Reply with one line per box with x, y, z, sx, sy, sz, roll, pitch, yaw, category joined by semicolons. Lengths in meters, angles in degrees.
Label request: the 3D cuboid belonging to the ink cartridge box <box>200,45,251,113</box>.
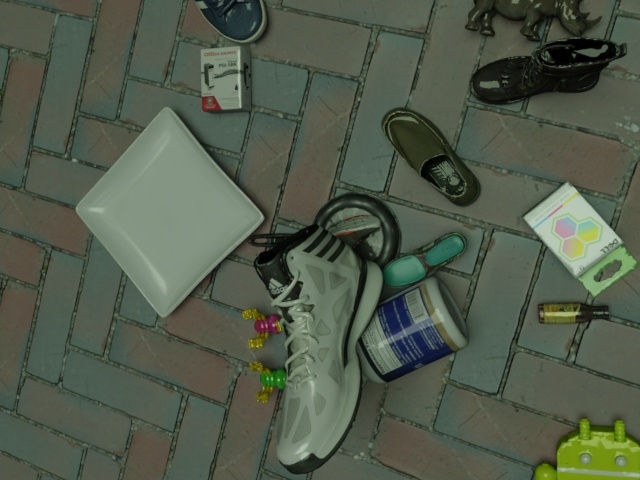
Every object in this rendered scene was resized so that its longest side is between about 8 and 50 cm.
-0.206;-0.349;1.503;0.099;0.056;0.135;0;93;18;ink cartridge box

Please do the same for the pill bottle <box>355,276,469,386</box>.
0.146;0.192;1.370;0.265;0.153;0.153;-28;84;17;pill bottle

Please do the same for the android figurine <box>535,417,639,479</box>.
0.538;0.472;1.314;0.248;0.056;0.272;1;95;17;android figurine

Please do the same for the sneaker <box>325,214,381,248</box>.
0.054;-0.002;1.402;0.158;0.061;0.065;-19;114;16;sneaker

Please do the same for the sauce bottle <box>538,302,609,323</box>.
0.484;0.139;1.321;0.128;0.042;0.042;-4;91;15;sauce bottle

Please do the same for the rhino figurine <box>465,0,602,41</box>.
0.404;-0.436;1.301;0.243;0.073;0.106;12;99;15;rhino figurine

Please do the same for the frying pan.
0.012;-0.027;1.459;0.326;0.053;0.197;21;98;12;frying pan

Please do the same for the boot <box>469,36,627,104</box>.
0.391;-0.312;1.228;0.263;0.229;0.091;-5;91;17;boot

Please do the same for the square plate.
-0.344;-0.062;1.564;0.344;0.049;0.347;-44;80;15;square plate

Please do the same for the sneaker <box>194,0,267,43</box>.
-0.254;-0.566;1.460;0.131;0.148;0.350;-42;81;15;sneaker

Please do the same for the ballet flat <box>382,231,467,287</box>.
0.212;0.041;1.389;0.188;0.070;0.070;-25;85;21;ballet flat

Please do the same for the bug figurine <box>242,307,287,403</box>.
-0.070;0.236;1.452;0.216;0.072;0.279;-7;92;47;bug figurine

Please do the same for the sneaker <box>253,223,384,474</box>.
-0.049;0.165;1.233;0.169;0.447;0.257;-21;131;42;sneaker

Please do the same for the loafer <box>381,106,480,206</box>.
0.217;-0.171;1.363;0.251;0.087;0.094;45;104;11;loafer

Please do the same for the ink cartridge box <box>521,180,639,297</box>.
0.491;0.000;1.300;0.109;0.062;0.209;-41;81;14;ink cartridge box
